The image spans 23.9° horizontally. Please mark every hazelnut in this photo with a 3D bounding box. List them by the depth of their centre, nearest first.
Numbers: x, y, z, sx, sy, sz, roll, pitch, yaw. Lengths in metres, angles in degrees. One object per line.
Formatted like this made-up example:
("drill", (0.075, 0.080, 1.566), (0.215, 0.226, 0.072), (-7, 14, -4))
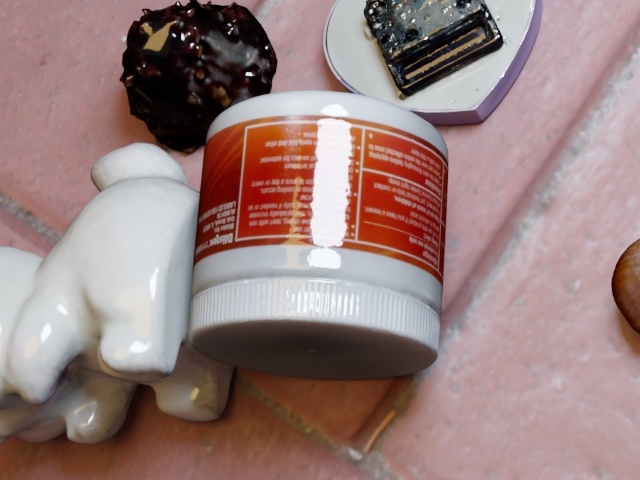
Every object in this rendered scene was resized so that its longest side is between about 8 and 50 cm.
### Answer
("hazelnut", (0.267, 0.036, 1.163), (0.086, 0.086, 0.086), (-7, 69, 19))

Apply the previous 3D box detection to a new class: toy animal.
("toy animal", (-0.255, 0.054, 1.302), (0.367, 0.196, 0.241), (-14, 60, 15))

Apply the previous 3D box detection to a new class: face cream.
("face cream", (0.000, 0.000, 1.210), (0.201, 0.201, 0.187), (-3, 71, 20))

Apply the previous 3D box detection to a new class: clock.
("clock", (0.101, -0.182, 1.313), (0.198, 0.064, 0.172), (-27, 63, 12))

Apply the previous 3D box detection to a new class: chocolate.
("chocolate", (-0.125, -0.169, 1.360), (0.156, 0.133, 0.156), (-6, 70, 17))
